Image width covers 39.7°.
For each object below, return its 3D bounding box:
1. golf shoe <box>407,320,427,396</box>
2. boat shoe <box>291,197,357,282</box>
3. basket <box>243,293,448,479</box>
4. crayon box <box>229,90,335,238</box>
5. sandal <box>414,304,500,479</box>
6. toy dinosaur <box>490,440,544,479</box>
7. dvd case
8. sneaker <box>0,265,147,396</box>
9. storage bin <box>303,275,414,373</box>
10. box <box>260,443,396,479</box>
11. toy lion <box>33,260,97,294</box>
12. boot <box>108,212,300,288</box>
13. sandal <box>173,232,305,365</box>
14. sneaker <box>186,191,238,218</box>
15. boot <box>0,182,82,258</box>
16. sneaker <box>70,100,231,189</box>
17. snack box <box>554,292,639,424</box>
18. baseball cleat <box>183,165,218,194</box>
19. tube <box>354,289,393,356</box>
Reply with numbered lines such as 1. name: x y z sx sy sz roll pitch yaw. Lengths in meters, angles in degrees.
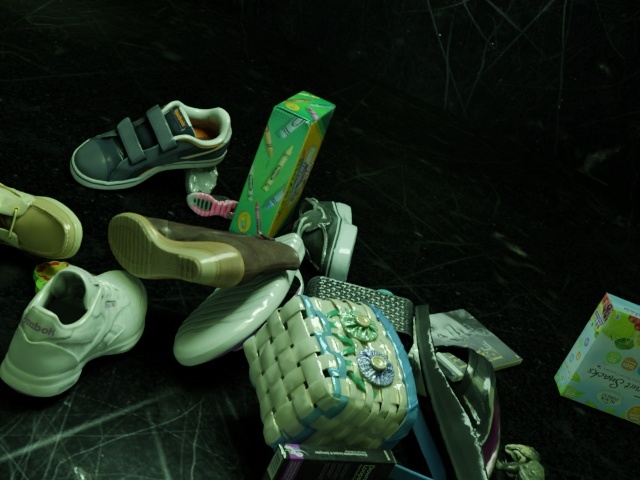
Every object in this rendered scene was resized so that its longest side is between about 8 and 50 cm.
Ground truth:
1. golf shoe: 0.163 0.209 1.531 0.086 0.069 0.176 39 25 -14
2. boat shoe: 0.000 0.000 1.745 0.119 0.121 0.335 13 15 -6
3. basket: 0.050 0.216 1.231 0.289 0.201 0.254 30 28 -43
4. crayon box: -0.075 -0.142 1.736 0.081 0.278 0.165 27 25 7
5. sandal: 0.222 0.272 1.281 0.107 0.167 0.445 -14 43 1
6. toy dinosaur: 0.293 0.369 1.312 0.118 0.064 0.268 26 27 -12
7. dvd case: 0.262 0.194 1.679 0.221 0.018 0.164 -4 37 -45
8. sneaker: -0.311 0.094 1.213 0.114 0.152 0.305 24 23 6
9. storage bin: 0.052 0.144 1.436 0.180 0.122 0.084 15 38 -8
10. box: 0.002 0.307 1.108 0.162 0.116 0.029 9 30 -29
11. toy lion: -0.397 0.064 1.345 0.096 0.034 0.100 22 24 12
12. boot: -0.182 0.015 1.360 0.249 0.090 0.207 21 16 37
13. sandal: -0.096 0.102 1.433 0.102 0.169 0.416 62 26 -15
14. sneaker: -0.218 -0.075 1.766 0.119 0.047 0.057 15 19 -36
15. boot: -0.506 -0.038 1.307 0.262 0.095 0.203 24 10 21
16. sneaker: -0.322 -0.195 1.708 0.321 0.127 0.126 -17 66 -30
17. snack box: 0.569 0.224 1.661 0.175 0.207 0.070 20 25 -6
18. baseball cleat: -0.263 -0.155 1.855 0.072 0.109 0.205 39 43 -34
19. tube: 0.091 0.161 1.565 0.080 0.052 0.207 18 32 5
